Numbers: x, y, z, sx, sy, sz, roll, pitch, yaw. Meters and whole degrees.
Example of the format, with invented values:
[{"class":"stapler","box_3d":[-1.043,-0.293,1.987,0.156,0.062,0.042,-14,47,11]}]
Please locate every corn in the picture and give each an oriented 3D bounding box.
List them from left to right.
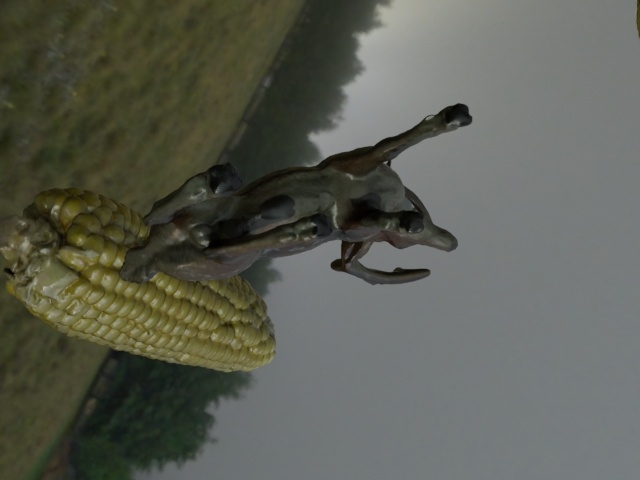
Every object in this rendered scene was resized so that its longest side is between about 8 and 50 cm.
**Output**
[{"class":"corn","box_3d":[-0.166,0.049,0.865,0.130,0.347,0.130,-14,-117,30]}]

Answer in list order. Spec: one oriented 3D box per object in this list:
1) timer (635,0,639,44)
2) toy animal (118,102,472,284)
[{"class":"timer","box_3d":[0.569,-0.295,1.241,0.285,0.285,0.285,-62,-173,14]},{"class":"toy animal","box_3d":[-0.001,-0.020,0.560,0.260,0.243,0.087,155,-69,-71]}]
